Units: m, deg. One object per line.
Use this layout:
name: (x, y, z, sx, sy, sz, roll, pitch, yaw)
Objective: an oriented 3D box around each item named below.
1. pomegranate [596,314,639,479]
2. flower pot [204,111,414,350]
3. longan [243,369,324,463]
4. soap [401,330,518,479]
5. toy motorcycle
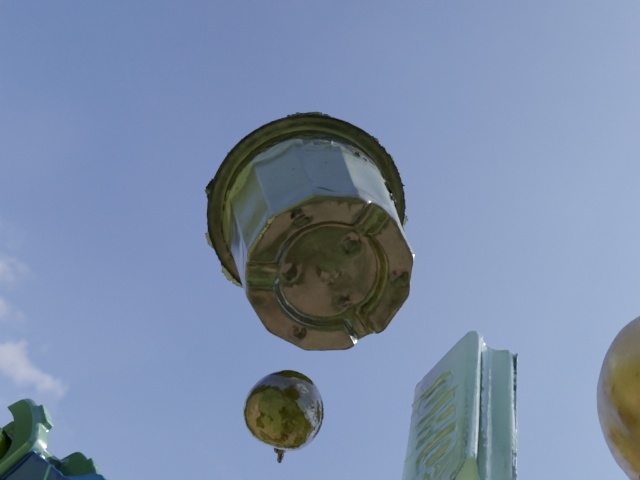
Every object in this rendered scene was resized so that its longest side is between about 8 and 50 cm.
pomegranate: (0.478, 0.209, 0.828, 0.319, 0.319, 0.319, 18, -57, 29)
flower pot: (0.000, 0.000, 0.880, 0.290, 0.259, 0.291, -3, -71, -9)
longan: (-0.032, 0.156, 0.620, 0.075, 0.075, 0.083, 4, -84, 36)
soap: (0.176, 0.250, 0.903, 0.094, 0.261, 0.150, 28, -57, -2)
toy motorcycle: (-0.390, 0.381, 1.017, 0.326, 0.200, 0.191, 32, -26, 54)
